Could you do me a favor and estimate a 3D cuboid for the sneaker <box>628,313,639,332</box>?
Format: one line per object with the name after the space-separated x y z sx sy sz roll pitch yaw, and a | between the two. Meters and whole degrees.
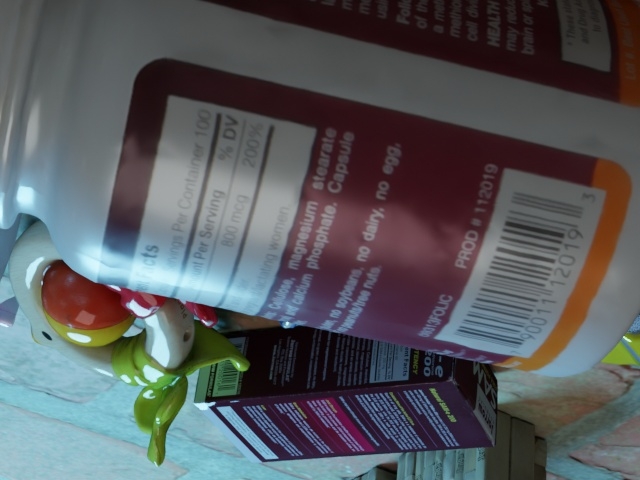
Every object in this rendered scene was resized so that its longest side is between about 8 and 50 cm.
0.207 0.026 0.830 0.269 0.153 0.101 -17 104 9 | sneaker

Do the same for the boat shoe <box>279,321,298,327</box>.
0.000 0.000 0.871 0.066 0.183 0.066 -4 115 2 | boat shoe

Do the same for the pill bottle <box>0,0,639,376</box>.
-0.021 -0.067 0.711 0.392 0.224 0.224 13 146 -9 | pill bottle

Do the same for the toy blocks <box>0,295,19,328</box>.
-0.393 0.100 0.975 0.260 0.288 0.309 21 142 -9 | toy blocks

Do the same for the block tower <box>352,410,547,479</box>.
0.101 0.282 1.325 0.091 0.097 0.335 24 144 -23 | block tower

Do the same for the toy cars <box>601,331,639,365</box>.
0.172 0.049 0.971 0.394 0.087 0.176 10 146 -4 | toy cars

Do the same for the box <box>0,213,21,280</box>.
-0.327 -0.091 0.741 0.168 0.215 0.345 -4 144 17 | box

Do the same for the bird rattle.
-0.160 0.055 1.014 0.207 0.143 0.253 17 145 16 | bird rattle

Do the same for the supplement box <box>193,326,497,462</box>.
0.025 0.133 1.135 0.240 0.073 0.130 -7 144 21 | supplement box
